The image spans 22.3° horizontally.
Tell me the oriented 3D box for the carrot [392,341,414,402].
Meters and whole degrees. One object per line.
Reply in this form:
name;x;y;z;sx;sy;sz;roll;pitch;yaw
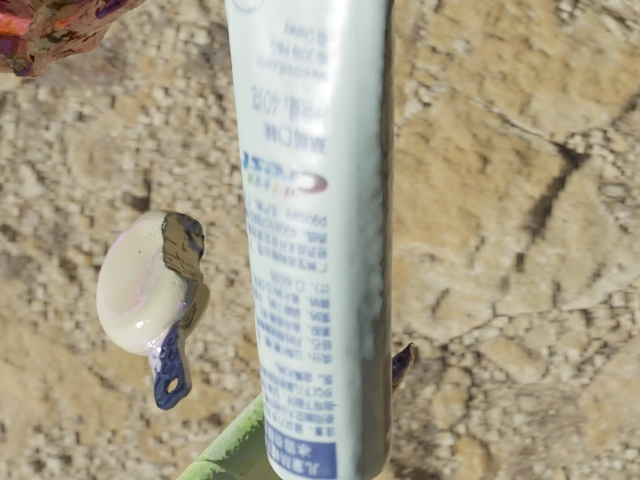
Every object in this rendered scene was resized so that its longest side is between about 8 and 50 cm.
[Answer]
carrot;0.054;0.204;1.884;0.057;0.057;0.224;44;124;21

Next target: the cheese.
cheese;-0.188;0.087;1.928;0.163;0.082;0.286;-44;38;19

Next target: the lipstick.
lipstick;-0.041;0.171;1.404;0.076;0.304;0.076;20;130;26

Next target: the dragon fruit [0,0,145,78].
dragon fruit;-0.318;-0.274;1.350;0.386;0.371;0.249;45;113;11

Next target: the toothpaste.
toothpaste;0.000;0.000;0.455;0.062;0.037;0.216;15;120;36
